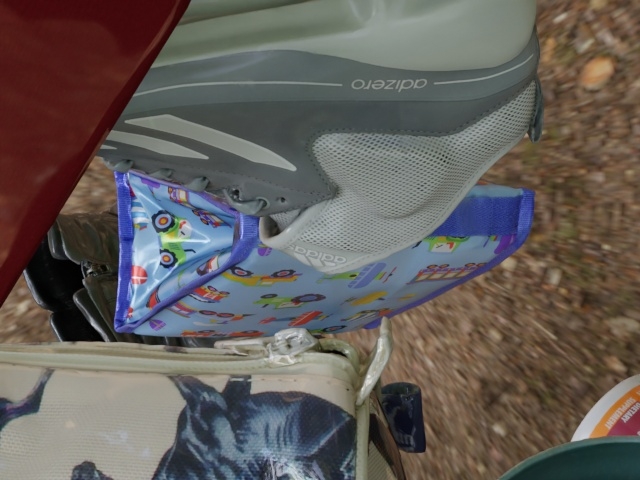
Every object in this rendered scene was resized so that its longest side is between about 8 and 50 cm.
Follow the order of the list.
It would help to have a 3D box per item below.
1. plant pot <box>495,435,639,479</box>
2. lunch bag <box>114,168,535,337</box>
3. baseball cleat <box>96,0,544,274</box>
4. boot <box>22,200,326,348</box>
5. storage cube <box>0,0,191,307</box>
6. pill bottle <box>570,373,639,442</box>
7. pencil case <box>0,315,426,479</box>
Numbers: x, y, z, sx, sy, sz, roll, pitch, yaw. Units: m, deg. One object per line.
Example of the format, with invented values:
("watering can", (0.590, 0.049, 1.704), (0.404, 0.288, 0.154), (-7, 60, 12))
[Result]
("plant pot", (0.194, 0.291, 1.116), (0.293, 0.293, 0.196), (15, 133, -1))
("lunch bag", (0.000, 0.000, 1.341), (0.221, 0.293, 0.138), (0, 87, -25))
("baseball cleat", (-0.038, -0.030, 0.529), (0.206, 0.072, 0.109), (-8, 125, 5))
("boot", (-0.124, 0.101, 1.671), (0.338, 0.223, 0.118), (49, 124, 14))
("storage cube", (-0.174, -0.025, 0.325), (0.184, 0.193, 0.215), (37, 105, 16))
("pill bottle", (0.301, 0.205, 1.404), (0.221, 0.121, 0.121), (36, 91, 36))
("pencil case", (-0.160, 0.111, 0.850), (0.410, 0.160, 0.183), (4, 93, 8))
